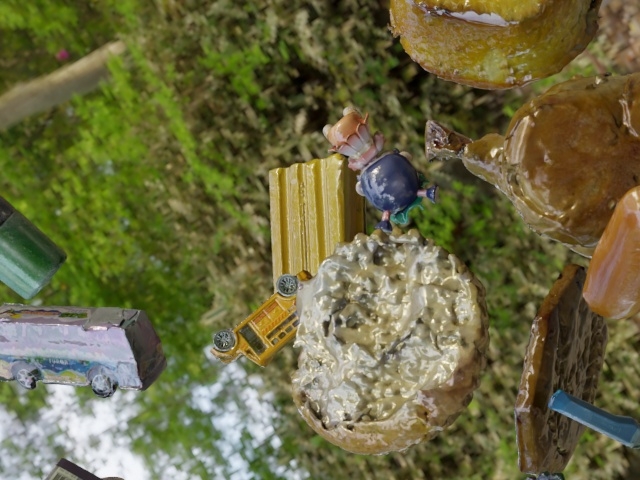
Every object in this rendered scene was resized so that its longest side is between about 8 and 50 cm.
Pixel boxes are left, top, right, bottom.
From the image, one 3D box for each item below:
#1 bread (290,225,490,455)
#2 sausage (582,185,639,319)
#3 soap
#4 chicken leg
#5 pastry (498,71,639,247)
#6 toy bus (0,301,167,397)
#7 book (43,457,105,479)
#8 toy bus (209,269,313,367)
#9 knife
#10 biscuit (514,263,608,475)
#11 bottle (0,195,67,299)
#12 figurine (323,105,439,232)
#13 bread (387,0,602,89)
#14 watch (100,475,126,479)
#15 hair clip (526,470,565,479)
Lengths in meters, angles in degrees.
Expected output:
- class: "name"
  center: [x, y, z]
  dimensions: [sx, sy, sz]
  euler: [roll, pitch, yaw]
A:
- class: "bread"
  center: [0.088, 0.125, 1.298]
  dimensions: [0.149, 0.274, 0.274]
  euler: [29, -153, -47]
- class: "sausage"
  center: [0.400, 0.019, 1.404]
  dimensions: [0.238, 0.098, 0.098]
  euler: [98, 152, -50]
- class: "soap"
  center: [0.000, 0.001, 2.221]
  dimensions: [0.096, 0.204, 0.324]
  euler: [8, -103, -49]
- class: "chicken leg"
  center: [0.374, -0.149, 1.801]
  dimensions: [0.410, 0.295, 0.182]
  euler: [20, -171, 15]
- class: "pastry"
  center: [0.411, -0.115, 1.585]
  dimensions: [0.162, 0.311, 0.255]
  euler: [36, -126, -87]
- class: "toy bus"
  center: [-0.422, 0.179, 1.861]
  dimensions: [0.112, 0.317, 0.137]
  euler: [-53, -41, -59]
- class: "book"
  center: [-0.373, 0.436, 1.563]
  dimensions: [0.158, 0.231, 0.026]
  euler: [24, 143, 17]
- class: "toy bus"
  center: [-0.064, 0.109, 1.418]
  dimensions: [0.074, 0.162, 0.069]
  euler: [49, -178, 6]
- class: "knife"
  center: [0.418, 0.264, 1.625]
  dimensions: [0.297, 0.044, 0.026]
  euler: [28, -167, -43]
- class: "biscuit"
  center: [0.390, 0.210, 1.749]
  dimensions: [0.046, 0.359, 0.359]
  euler: [10, 153, 31]
- class: "bottle"
  center: [-0.500, -0.054, 1.506]
  dimensions: [0.330, 0.093, 0.093]
  euler: [42, -171, -12]
- class: "figurine"
  center: [0.081, -0.106, 1.658]
  dimensions: [0.195, 0.111, 0.102]
  euler: [45, -169, -6]
- class: "bread"
  center: [0.291, -0.431, 1.836]
  dimensions: [0.204, 0.358, 0.336]
  euler: [49, -127, -69]
- class: "watch"
  center: [-0.382, 0.521, 1.861]
  dimensions: [0.211, 0.217, 0.248]
  euler: [53, -177, 29]
- class: "hair clip"
  center: [0.333, 0.408, 1.526]
  dimensions: [0.124, 0.052, 0.195]
  euler: [4, 112, 49]
